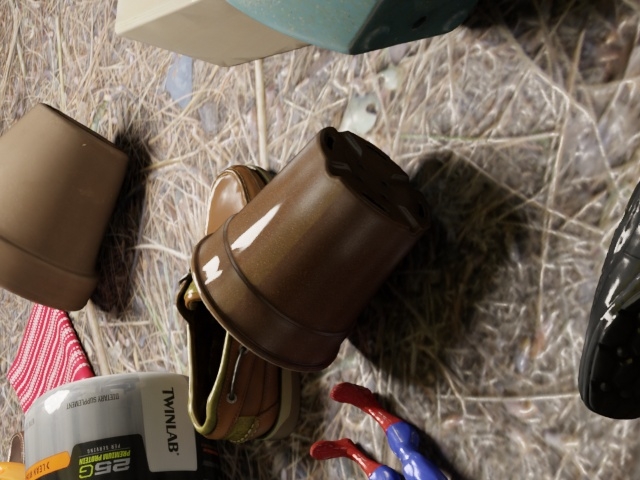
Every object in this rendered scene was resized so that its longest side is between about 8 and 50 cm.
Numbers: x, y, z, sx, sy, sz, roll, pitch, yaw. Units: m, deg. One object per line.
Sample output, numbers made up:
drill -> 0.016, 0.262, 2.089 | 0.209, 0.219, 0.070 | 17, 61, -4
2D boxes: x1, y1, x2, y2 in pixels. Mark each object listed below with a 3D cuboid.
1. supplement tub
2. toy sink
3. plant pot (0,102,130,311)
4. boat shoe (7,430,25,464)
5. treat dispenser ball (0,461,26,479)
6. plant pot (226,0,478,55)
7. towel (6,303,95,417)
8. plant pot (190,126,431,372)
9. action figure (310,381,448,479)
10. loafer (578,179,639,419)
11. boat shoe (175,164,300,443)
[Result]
supplement tub -> -0.195, 0.324, 0.919 | 0.207, 0.207, 0.338 | -37, 55, 43
toy sink -> -0.101, -0.287, 0.970 | 0.234, 0.152, 0.131 | 2, 83, 54
plant pot -> -0.393, -0.063, 1.260 | 0.263, 0.263, 0.229 | 33, 91, 51
boat shoe -> -0.468, 0.392, 1.374 | 0.073, 0.073, 0.207 | -47, 47, 38
treat dispenser ball -> -0.416, 0.426, 1.117 | 0.288, 0.288, 0.288 | -15, 71, 50
plant pot -> 0.031, -0.295, 0.711 | 0.252, 0.247, 0.248 | 55, 138, 16
towel -> -0.429, 0.216, 1.395 | 0.275, 0.031, 0.199 | 46, 118, 47
plant pot -> 0.000, 0.000, 0.783 | 0.165, 0.167, 0.167 | -48, 47, 24
action figure -> 0.062, 0.208, 0.670 | 0.280, 0.139, 0.092 | 31, 109, 48
loafer -> 0.222, 0.011, 0.560 | 0.078, 0.076, 0.223 | -77, 3, -70
boat shoe -> -0.090, 0.053, 0.921 | 0.110, 0.104, 0.308 | -33, 57, 45
